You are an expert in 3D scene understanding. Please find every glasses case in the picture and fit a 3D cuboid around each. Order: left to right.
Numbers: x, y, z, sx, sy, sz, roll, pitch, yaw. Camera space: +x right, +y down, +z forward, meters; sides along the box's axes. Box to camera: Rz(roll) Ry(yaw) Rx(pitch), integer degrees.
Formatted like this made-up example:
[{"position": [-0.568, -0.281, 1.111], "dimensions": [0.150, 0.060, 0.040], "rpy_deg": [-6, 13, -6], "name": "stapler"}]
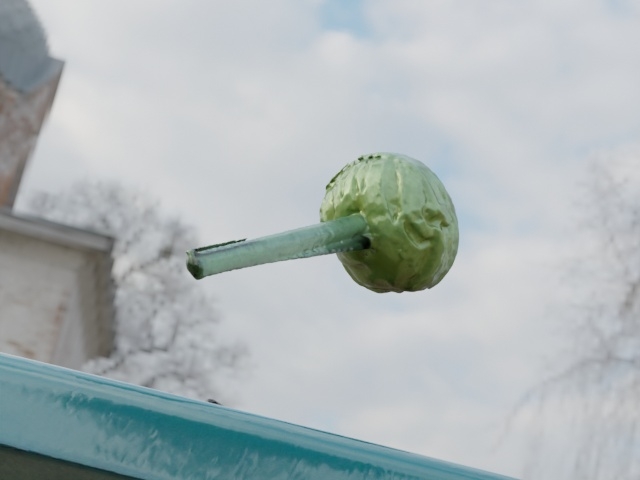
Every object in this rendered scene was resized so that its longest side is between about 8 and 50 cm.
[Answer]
[{"position": [-0.028, 0.130, 0.769], "dimensions": [0.301, 0.070, 0.117], "rpy_deg": [12, -40, 6], "name": "glasses case"}]

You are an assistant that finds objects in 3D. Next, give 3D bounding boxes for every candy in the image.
[{"position": [0.000, 0.000, 0.964], "dimensions": [0.092, 0.093, 0.335], "rpy_deg": [8, 9, 22], "name": "candy"}]

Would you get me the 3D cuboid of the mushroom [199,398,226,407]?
[{"position": [-0.060, 0.230, 1.004], "dimensions": [0.267, 0.164, 0.190], "rpy_deg": [24, -55, 14], "name": "mushroom"}]
